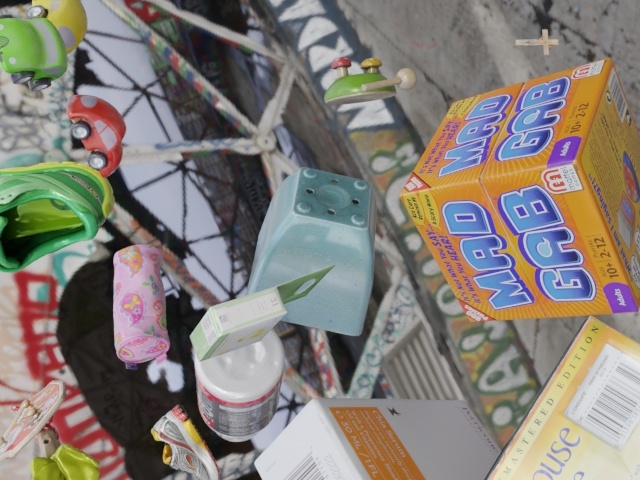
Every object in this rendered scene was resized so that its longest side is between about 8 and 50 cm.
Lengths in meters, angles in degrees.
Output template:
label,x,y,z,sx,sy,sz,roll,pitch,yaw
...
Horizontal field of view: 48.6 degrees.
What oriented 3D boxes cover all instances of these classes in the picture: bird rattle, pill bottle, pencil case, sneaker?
label,x,y,z,sx,sy,sz,roll,pitch,yaw
bird rattle,-0.593,0.474,1.557,0.253,0.143,0.207,37,141,38
pill bottle,-0.170,0.306,1.483,0.176,0.176,0.318,60,158,28
pencil case,-0.411,0.146,1.626,0.124,0.124,0.284,75,179,-53
sneaker,-0.289,0.456,1.522,0.088,0.093,0.225,28,146,60
sneaker,-0.395,-0.025,0.828,0.123,0.295,0.109,-110,10,-57

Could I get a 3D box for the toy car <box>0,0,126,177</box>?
label,x,y,z,sx,sy,sz,roll,pitch,yaw
toy car,-0.272,-0.187,0.743,0.225,0.053,0.239,-93,-17,-86

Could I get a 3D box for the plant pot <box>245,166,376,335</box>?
label,x,y,z,sx,sy,sz,roll,pitch,yaw
plant pot,0.000,0.000,1.425,0.247,0.248,0.252,-83,7,-47

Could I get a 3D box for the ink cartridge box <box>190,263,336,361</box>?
label,x,y,z,sx,sy,sz,roll,pitch,yaw
ink cartridge box,-0.090,0.123,1.195,0.056,0.235,0.171,67,152,15

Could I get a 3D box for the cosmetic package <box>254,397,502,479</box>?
label,x,y,z,sx,sy,sz,roll,pitch,yaw
cosmetic package,0.139,0.394,1.153,0.453,0.161,0.230,15,-149,-49

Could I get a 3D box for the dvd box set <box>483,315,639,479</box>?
label,x,y,z,sx,sy,sz,roll,pitch,yaw
dvd box set,0.369,0.312,0.683,0.420,0.307,0.062,31,173,19

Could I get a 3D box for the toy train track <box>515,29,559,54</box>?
label,x,y,z,sx,sy,sz,roll,pitch,yaw
toy train track,0.407,-0.373,1.328,0.083,0.014,0.048,12,127,39

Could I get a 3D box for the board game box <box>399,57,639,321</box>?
label,x,y,z,sx,sy,sz,roll,pitch,yaw
board game box,0.444,-0.090,1.454,0.356,0.356,0.356,-9,124,39

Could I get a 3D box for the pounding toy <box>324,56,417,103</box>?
label,x,y,z,sx,sy,sz,roll,pitch,yaw
pounding toy,0.108,-0.409,1.756,0.237,0.183,0.110,0,99,59

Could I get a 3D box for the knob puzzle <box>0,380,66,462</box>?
label,x,y,z,sx,sy,sz,roll,pitch,yaw
knob puzzle,-0.574,0.344,1.401,0.030,0.213,0.213,47,179,-22
